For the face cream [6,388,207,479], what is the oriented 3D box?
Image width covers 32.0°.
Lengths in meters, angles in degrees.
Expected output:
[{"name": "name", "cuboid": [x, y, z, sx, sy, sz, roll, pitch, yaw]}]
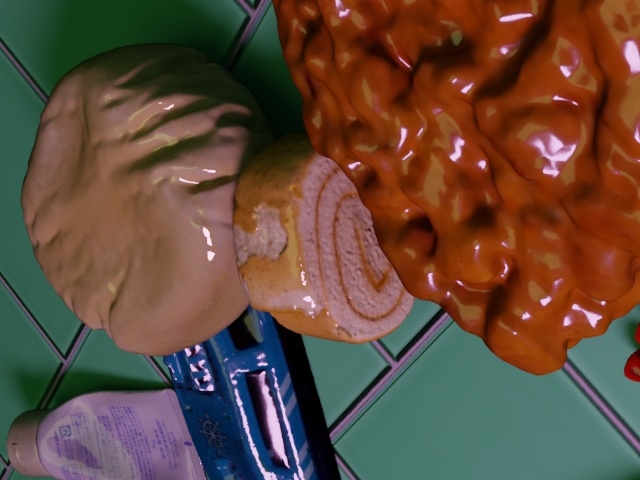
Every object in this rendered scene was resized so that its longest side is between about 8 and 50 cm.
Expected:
[{"name": "face cream", "cuboid": [-0.208, 0.201, 1.107, 0.224, 0.070, 0.114, -8, 105, 32]}]

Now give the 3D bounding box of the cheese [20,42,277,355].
[{"name": "cheese", "cuboid": [-0.122, -0.026, 0.831, 0.214, 0.117, 0.226, 45, 123, 30]}]

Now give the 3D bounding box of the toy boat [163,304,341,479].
[{"name": "toy boat", "cuboid": [-0.080, 0.134, 0.922, 0.134, 0.092, 0.299, -3, 108, 47]}]

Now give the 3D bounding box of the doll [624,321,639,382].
[{"name": "doll", "cuboid": [0.257, 0.104, 0.614, 0.194, 0.062, 0.104, 33, 111, 37]}]

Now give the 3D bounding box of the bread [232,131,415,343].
[{"name": "bread", "cuboid": [0.000, 0.000, 0.755, 0.073, 0.122, 0.149, 7, 114, 45]}]

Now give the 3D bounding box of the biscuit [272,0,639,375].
[{"name": "biscuit", "cuboid": [0.122, -0.096, 0.603, 0.312, 0.110, 0.318, -29, 89, 46]}]
